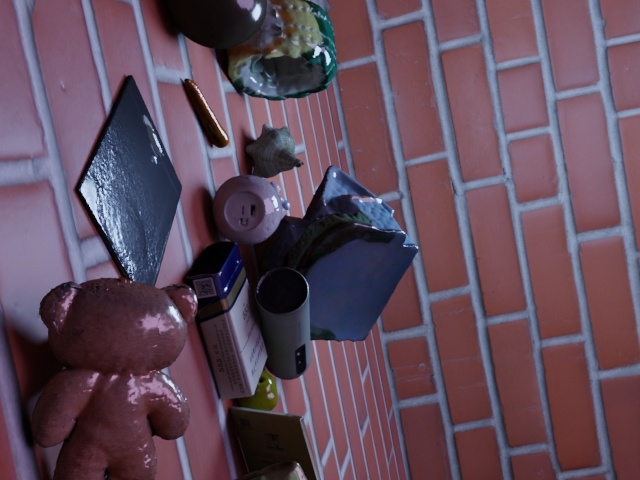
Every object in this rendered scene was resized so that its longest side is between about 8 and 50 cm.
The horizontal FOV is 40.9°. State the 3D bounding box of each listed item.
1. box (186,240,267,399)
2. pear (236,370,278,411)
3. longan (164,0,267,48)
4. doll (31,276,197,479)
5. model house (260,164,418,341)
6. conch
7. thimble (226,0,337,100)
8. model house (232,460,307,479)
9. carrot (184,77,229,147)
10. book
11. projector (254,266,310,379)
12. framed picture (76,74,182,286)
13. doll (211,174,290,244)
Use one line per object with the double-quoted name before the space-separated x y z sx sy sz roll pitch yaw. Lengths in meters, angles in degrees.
"box" -0.172 0.148 1.621 0.168 0.071 0.259 -70 148 -68
"pear" -0.127 0.305 1.696 0.092 0.092 0.097 -83 176 -55
"longan" -0.204 -0.473 1.691 0.220 0.197 0.196 9 71 -75
"doll" -0.264 0.190 1.042 0.201 0.156 0.303 8 93 -38
"model house" 0.000 0.000 2.036 0.360 0.297 0.339 -64 -144 32
"conch" -0.126 -0.214 2.077 0.114 0.137 0.234 48 13 -17
"thimble" -0.096 -0.457 2.037 0.288 0.254 0.167 36 45 -65
"model house" -0.128 0.418 1.116 0.266 0.321 0.261 -143 -150 -84
"carrot" -0.233 -0.260 1.754 0.190 0.037 0.037 65 19 -48
"book" -0.083 0.406 1.629 0.013 0.168 0.192 -39 122 -50
"projector" -0.075 0.180 1.785 0.337 0.108 0.108 90 -2 -59
"framed picture" -0.293 -0.082 1.374 0.324 0.013 0.244 -86 163 -50
"doll" -0.144 -0.072 1.814 0.287 0.151 0.151 -63 142 -83
